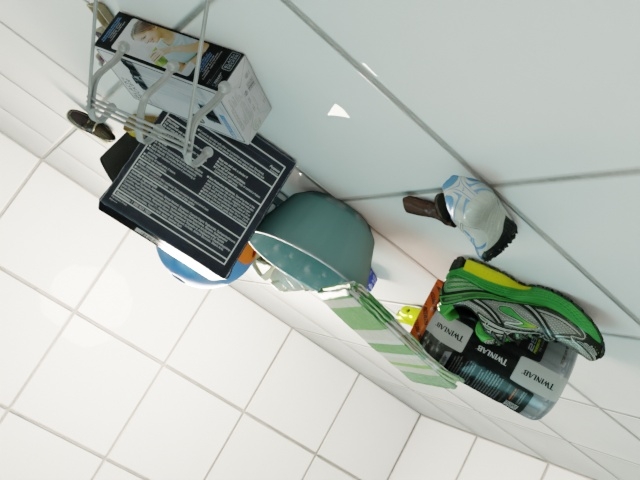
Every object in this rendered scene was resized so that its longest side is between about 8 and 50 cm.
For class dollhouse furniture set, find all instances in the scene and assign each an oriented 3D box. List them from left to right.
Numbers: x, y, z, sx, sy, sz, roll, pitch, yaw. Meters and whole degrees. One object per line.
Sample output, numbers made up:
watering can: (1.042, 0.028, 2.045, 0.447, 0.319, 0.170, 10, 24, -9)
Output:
dollhouse furniture set: (-0.428, -0.390, 1.323, 0.091, 0.081, 0.114, 24, 164, 24)

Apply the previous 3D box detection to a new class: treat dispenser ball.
treat dispenser ball: (-0.310, -0.011, 1.934, 0.288, 0.288, 0.288, 28, 165, 8)

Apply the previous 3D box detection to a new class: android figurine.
android figurine: (0.343, 0.263, 2.025, 0.248, 0.056, 0.272, 40, 164, -31)

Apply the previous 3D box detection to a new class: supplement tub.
supplement tub: (0.376, 0.234, 1.565, 0.337, 0.207, 0.207, 27, 165, 10)

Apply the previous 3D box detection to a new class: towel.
towel: (0.144, 0.208, 1.544, 0.325, 0.038, 0.248, 42, 163, -9)

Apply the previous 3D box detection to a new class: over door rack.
over door rack: (-0.260, -0.303, 1.100, 0.239, 0.108, 0.324, 25, 129, 21)

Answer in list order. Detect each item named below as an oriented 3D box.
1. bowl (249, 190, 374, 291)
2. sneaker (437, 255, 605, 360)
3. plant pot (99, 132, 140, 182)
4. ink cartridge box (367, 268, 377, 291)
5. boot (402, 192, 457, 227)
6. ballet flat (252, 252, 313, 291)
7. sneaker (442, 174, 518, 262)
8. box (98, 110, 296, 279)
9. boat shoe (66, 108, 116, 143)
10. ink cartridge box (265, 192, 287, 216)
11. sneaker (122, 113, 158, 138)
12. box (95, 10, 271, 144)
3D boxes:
bowl: (0.000, 0.000, 1.612, 0.311, 0.163, 0.311, 28, 166, 8)
sneaker: (0.398, 0.165, 1.414, 0.343, 0.146, 0.134, 22, 163, 27)
plant pot: (-0.485, -0.194, 1.919, 0.167, 0.187, 0.188, 39, 169, 22)
ink cartridge box: (0.053, 0.070, 1.965, 0.207, 0.046, 0.097, 23, 164, 27)
boot: (0.189, -0.068, 1.284, 0.114, 0.037, 0.106, 25, 163, 37)
ballet flat: (-0.103, 0.075, 1.963, 0.147, 0.147, 0.409, 41, 174, -33)
sneaker: (0.266, -0.037, 1.169, 0.086, 0.085, 0.237, 52, -176, 35)
box: (-0.261, -0.114, 1.487, 0.296, 0.294, 0.182, 35, 167, -14)
boat shoe: (-0.657, -0.333, 2.023, 0.152, 0.056, 0.049, 29, 164, -33)
ink cartridge box: (-0.151, -0.090, 1.770, 0.190, 0.082, 0.139, 36, 165, -23)
sneaker: (-0.410, -0.266, 1.746, 0.185, 0.070, 0.084, 26, 174, 41)
box: (-0.248, -0.295, 1.276, 0.289, 0.087, 0.169, 25, 164, 22)
